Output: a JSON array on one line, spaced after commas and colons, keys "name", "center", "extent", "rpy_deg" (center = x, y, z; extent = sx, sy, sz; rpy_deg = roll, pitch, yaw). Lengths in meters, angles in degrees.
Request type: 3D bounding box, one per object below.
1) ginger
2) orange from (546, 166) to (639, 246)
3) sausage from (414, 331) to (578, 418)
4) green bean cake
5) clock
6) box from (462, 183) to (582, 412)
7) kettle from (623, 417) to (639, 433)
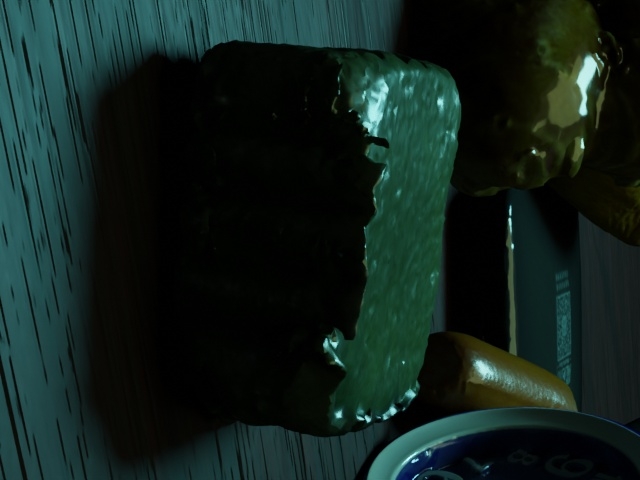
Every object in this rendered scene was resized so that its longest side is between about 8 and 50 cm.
[{"name": "ginger", "center": [0.232, -0.182, 1.458], "extent": [0.152, 0.358, 0.274], "rpy_deg": [140, -62, -70]}, {"name": "orange", "center": [0.286, -0.125, 1.655], "extent": [0.183, 0.249, 0.249], "rpy_deg": [-48, 167, 15]}, {"name": "sausage", "center": [0.144, 0.126, 1.433], "extent": [0.197, 0.076, 0.076], "rpy_deg": [23, 68, -47]}, {"name": "green bean cake", "center": [0.000, 0.000, 1.021], "extent": [0.222, 0.125, 0.227], "rpy_deg": [-7, 99, -73]}, {"name": "clock", "center": [0.145, 0.205, 1.274], "extent": [0.230, 0.230, 0.083], "rpy_deg": [-47, 138, -62]}, {"name": "box", "center": [0.196, 0.083, 1.648], "extent": [0.290, 0.073, 0.288], "rpy_deg": [-11, 101, -70]}, {"name": "kettle", "center": [0.366, 0.324, 1.864], "extent": [0.290, 0.207, 0.268], "rpy_deg": [-12, 60, -44]}]
